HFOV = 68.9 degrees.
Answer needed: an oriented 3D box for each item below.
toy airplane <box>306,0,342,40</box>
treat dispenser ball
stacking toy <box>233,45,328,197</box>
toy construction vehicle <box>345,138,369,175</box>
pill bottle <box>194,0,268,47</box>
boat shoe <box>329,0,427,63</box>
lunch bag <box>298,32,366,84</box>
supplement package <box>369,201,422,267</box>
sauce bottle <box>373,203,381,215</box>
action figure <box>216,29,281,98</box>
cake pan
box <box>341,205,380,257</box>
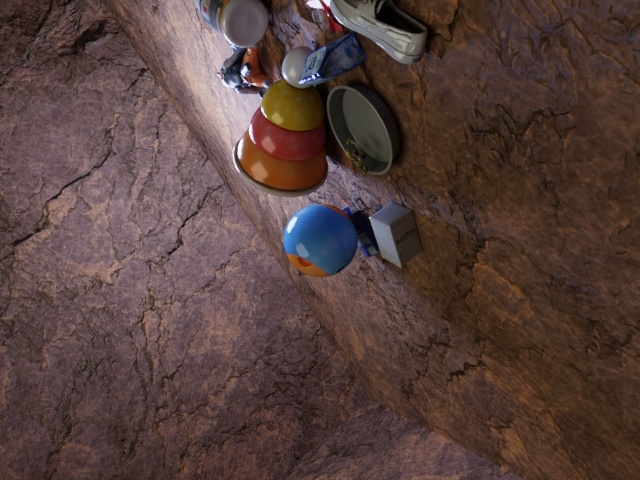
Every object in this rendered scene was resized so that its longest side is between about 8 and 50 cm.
[{"bbox_3d":[0.019,-0.610,1.235,0.151,0.028,0.151,49,162,22],"label":"toy airplane"},{"bbox_3d":[0.000,0.000,1.817,0.288,0.288,0.288,47,160,23],"label":"treat dispenser ball"},{"bbox_3d":[-0.089,-0.411,1.552,0.350,0.351,0.479,48,142,21],"label":"stacking toy"},{"bbox_3d":[0.116,-0.259,1.435,0.098,0.035,0.086,50,173,22],"label":"toy construction vehicle"},{"bbox_3d":[-0.304,-0.766,1.543,0.278,0.162,0.162,49,161,34],"label":"pill bottle"},{"bbox_3d":[0.129,-0.503,1.046,0.267,0.096,0.088,48,156,18],"label":"boat shoe"},{"bbox_3d":[0.021,-0.475,1.257,0.096,0.151,0.129,52,165,-22],"label":"lunch bag"},{"bbox_3d":[0.253,-0.020,1.555,0.105,0.105,0.179,33,152,50],"label":"supplement package"},{"bbox_3d":[0.213,-0.075,1.663,0.042,0.042,0.128,39,154,40],"label":"sauce bottle"},{"bbox_3d":[-0.296,-0.662,1.710,0.330,0.178,0.341,3,129,55],"label":"action figure"},{"bbox_3d":[0.130,-0.335,1.396,0.293,0.054,0.293,47,160,23],"label":"cake pan"},{"bbox_3d":[0.158,-0.039,1.868,0.225,0.037,0.136,56,162,-2],"label":"box"}]
